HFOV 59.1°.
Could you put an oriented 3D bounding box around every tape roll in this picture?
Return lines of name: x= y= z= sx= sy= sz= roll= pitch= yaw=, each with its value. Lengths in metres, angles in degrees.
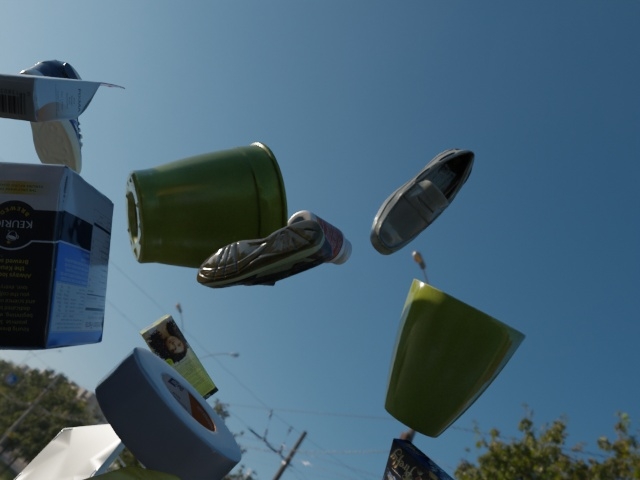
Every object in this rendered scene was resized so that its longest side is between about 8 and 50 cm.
tape roll: x=-0.211 y=0.253 z=0.795 sx=0.219 sy=0.072 sz=0.219 roll=45 pitch=-9 yaw=9

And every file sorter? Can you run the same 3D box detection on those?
file sorter: x=-0.552 y=0.575 z=1.359 sx=0.277 sy=0.193 sz=0.173 roll=-15 pitch=-69 yaw=28

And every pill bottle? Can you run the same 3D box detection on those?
pill bottle: x=0.000 y=0.000 z=1.742 sx=0.121 sy=0.121 sz=0.216 roll=5 pitch=-17 yaw=42

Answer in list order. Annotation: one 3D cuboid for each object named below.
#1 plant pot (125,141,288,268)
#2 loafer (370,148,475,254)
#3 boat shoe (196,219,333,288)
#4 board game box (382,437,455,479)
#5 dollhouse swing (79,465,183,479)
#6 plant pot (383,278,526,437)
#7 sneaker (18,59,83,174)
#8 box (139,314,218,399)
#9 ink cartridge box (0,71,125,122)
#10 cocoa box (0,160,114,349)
plant pot: x=-0.321 y=-0.071 z=1.500 sx=0.366 sy=0.352 sz=0.367 roll=23 pitch=-64 yaw=60
loafer: x=0.232 y=-0.096 z=1.272 sx=0.112 sy=0.319 sz=0.111 roll=43 pitch=-18 yaw=-8
boat shoe: x=-0.086 y=0.038 z=0.868 sx=0.223 sy=0.080 sz=0.073 roll=-20 pitch=-49 yaw=20
board game box: x=0.191 y=0.509 z=1.080 sx=0.042 sy=0.165 sz=0.243 roll=15 pitch=-1 yaw=-21
dollhouse swing: x=-0.168 y=0.407 z=0.453 sx=0.304 sy=0.315 sz=0.346 roll=5 pitch=-2 yaw=33
plant pot: x=0.268 y=0.278 z=1.278 sx=0.274 sy=0.294 sz=0.275 roll=28 pitch=0 yaw=0
sneaker: x=-0.724 y=-0.355 z=1.626 sx=0.130 sy=0.236 sz=0.323 roll=-7 pitch=-66 yaw=14
box: x=-0.355 y=0.305 z=1.415 sx=0.232 sy=0.087 sz=0.058 roll=60 pitch=-25 yaw=-11
ink cartridge box: x=-0.310 y=-0.152 z=0.585 sx=0.145 sy=0.179 sz=0.045 roll=7 pitch=-79 yaw=5
cocoa box: x=-0.487 y=0.027 z=0.755 sx=0.347 sy=0.228 sz=0.231 roll=2 pitch=-8 yaw=-5
